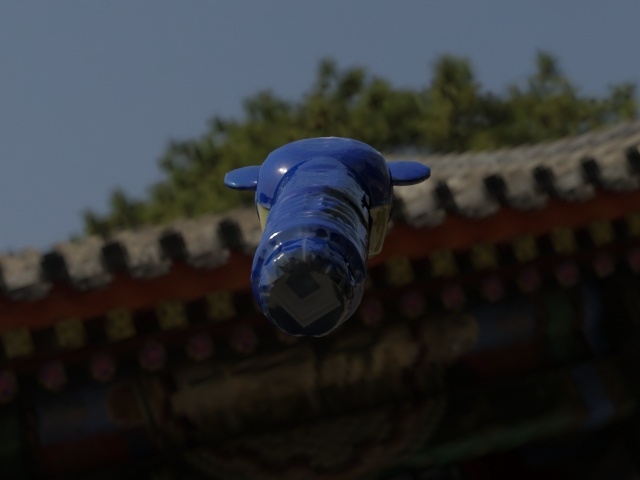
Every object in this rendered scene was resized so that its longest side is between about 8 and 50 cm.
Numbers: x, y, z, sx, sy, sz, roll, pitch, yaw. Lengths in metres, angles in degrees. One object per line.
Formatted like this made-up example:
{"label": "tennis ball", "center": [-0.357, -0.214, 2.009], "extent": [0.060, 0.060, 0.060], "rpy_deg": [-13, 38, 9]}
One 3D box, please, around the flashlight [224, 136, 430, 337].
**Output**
{"label": "flashlight", "center": [0.000, 0.000, 0.478], "extent": [0.057, 0.035, 0.121], "rpy_deg": [-1, 16, 3]}
